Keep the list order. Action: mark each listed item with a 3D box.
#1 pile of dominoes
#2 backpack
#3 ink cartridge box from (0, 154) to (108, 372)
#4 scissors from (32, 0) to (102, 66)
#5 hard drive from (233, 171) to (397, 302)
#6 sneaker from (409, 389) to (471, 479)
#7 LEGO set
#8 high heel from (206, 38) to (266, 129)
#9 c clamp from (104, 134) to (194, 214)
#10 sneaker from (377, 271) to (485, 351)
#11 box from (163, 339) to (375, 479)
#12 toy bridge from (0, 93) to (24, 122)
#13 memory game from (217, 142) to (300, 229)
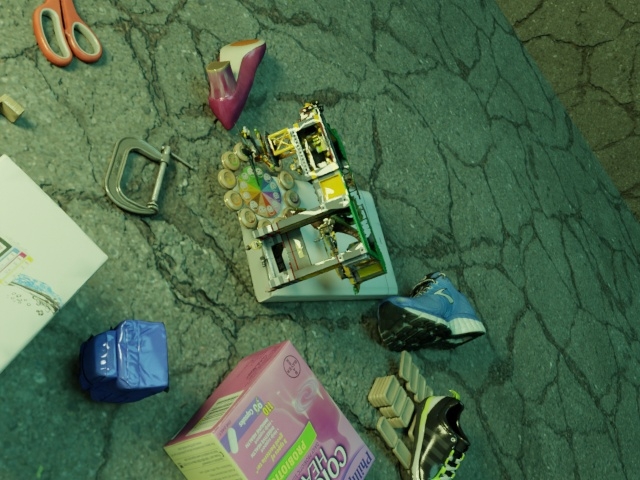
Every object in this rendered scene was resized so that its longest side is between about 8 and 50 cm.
[{"bbox_3d":[0.180,0.365,1.361,0.251,0.040,0.196,57,38,-20],"label":"pile of dominoes"},{"bbox_3d":[-0.260,0.157,0.905,0.101,0.120,0.098,13,62,-33],"label":"backpack"},{"bbox_3d":[-0.395,0.056,0.769,0.168,0.171,0.232,50,40,-16],"label":"ink cartridge box"},{"bbox_3d":[-0.428,-0.410,1.116,0.109,0.021,0.297,-10,78,-48],"label":"scissors"},{"bbox_3d":[0.000,0.000,1.341,0.353,0.047,0.233,4,66,-47],"label":"hard drive"},{"bbox_3d":[0.227,0.390,1.293,0.084,0.097,0.234,33,51,-41],"label":"sneaker"},{"bbox_3d":[-0.033,-0.048,1.181,0.255,0.192,0.331,-7,76,-80],"label":"LEGO set"},{"bbox_3d":[-0.151,-0.309,1.347,0.244,0.082,0.117,-73,157,-57],"label":"high heel"},{"bbox_3d":[-0.273,-0.101,1.114,0.137,0.022,0.160,36,45,-30],"label":"c clamp"},{"bbox_3d":[0.215,0.144,1.458,0.330,0.130,0.147,14,50,-52],"label":"sneaker"},{"bbox_3d":[-0.066,0.314,1.033,0.243,0.117,0.213,56,39,-9],"label":"box"},{"bbox_3d":[-0.467,-0.141,0.917,0.063,0.026,0.188,44,42,-21],"label":"toy bridge"},{"bbox_3d":[-0.103,-0.089,1.229,0.186,0.012,0.186,26,52,-38],"label":"memory game"}]
